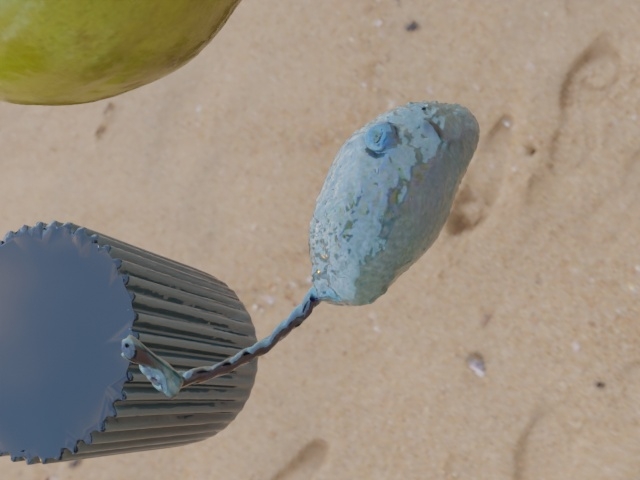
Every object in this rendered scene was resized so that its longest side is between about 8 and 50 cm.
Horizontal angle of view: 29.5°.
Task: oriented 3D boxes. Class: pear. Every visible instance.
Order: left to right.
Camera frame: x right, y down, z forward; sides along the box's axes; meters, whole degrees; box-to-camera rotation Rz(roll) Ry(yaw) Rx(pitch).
[{"bbox_3d":[-0.093,-0.126,0.447,0.162,0.149,0.148,-26,49,41],"label":"pear"}]

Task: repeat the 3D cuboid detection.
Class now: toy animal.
[{"bbox_3d":[0.001,0.009,0.683,0.253,0.079,0.070,-43,-1,-22],"label":"toy animal"}]

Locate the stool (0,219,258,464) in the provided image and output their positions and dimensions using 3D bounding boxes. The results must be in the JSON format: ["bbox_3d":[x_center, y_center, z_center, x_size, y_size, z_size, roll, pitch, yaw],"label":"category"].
[{"bbox_3d":[-0.263,0.143,1.591,0.297,0.330,0.297,-5,79,27],"label":"stool"}]
